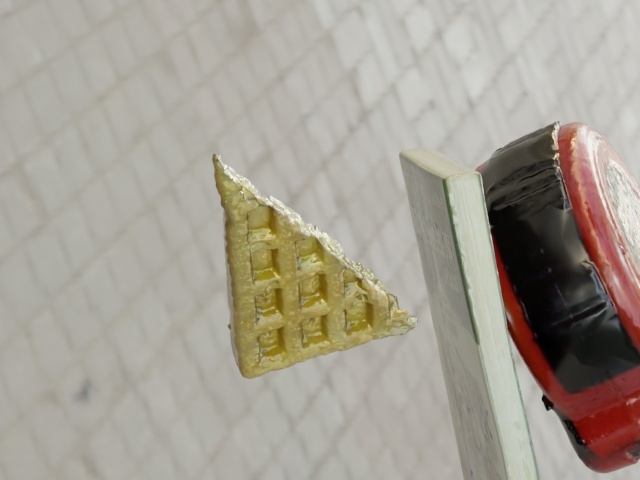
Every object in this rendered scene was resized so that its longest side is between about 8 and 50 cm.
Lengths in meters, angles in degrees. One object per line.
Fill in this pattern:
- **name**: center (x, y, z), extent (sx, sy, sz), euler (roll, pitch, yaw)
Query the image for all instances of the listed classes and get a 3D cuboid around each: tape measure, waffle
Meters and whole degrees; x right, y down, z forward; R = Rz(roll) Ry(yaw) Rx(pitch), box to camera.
- **tape measure**: center (0.207, 0.034, 1.506), extent (0.260, 0.114, 0.253), euler (59, 18, -15)
- **waffle**: center (0.000, 0.000, 1.125), extent (0.191, 0.125, 0.032), euler (91, -19, -49)

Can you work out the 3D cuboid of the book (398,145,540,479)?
- **book**: center (0.105, 0.072, 1.361), extent (0.202, 0.027, 0.264), euler (-127, -155, -80)
